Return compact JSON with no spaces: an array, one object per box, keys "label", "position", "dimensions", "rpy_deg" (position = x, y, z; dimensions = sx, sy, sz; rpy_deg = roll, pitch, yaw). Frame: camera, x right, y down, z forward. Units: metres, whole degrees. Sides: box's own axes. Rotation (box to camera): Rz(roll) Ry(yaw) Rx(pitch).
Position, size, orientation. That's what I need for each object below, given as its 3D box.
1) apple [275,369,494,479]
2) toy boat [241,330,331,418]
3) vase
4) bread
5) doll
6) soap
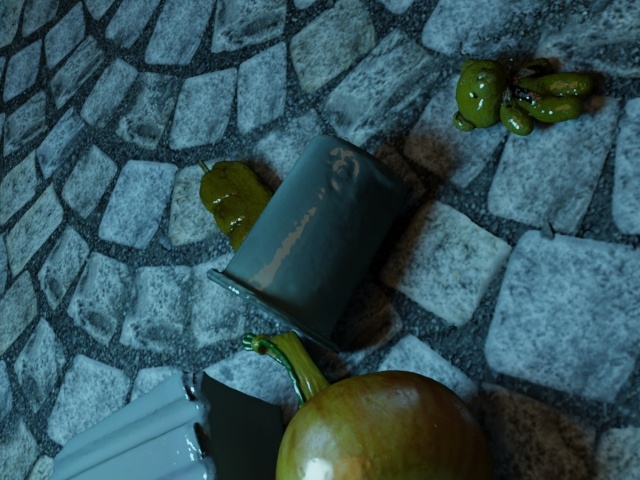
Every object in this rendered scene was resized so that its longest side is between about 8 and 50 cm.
[{"label":"apple","position":[0.079,0.303,1.033],"dimensions":[0.286,0.286,0.233],"rpy_deg":[-55,24,7]},{"label":"toy boat","position":[-0.050,0.209,1.299],"dimensions":[0.088,0.089,0.229],"rpy_deg":[-36,41,-3]},{"label":"vase","position":[0.000,0.000,1.275],"dimensions":[0.245,0.245,0.291],"rpy_deg":[26,80,43]},{"label":"bread","position":[-0.142,-0.059,1.497],"dimensions":[0.124,0.084,0.344],"rpy_deg":[-37,48,-7]},{"label":"doll","position":[0.292,-0.224,1.202],"dimensions":[0.210,0.097,0.137],"rpy_deg":[4,69,35]},{"label":"soap","position":[-0.262,0.456,1.286],"dimensions":[0.435,0.213,0.350],"rpy_deg":[-31,57,26]}]
